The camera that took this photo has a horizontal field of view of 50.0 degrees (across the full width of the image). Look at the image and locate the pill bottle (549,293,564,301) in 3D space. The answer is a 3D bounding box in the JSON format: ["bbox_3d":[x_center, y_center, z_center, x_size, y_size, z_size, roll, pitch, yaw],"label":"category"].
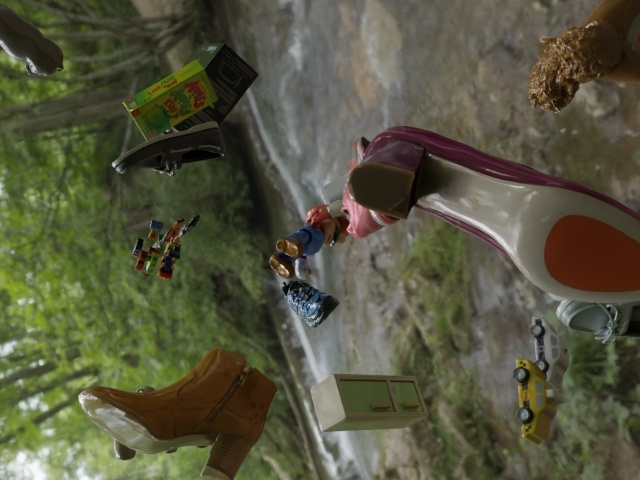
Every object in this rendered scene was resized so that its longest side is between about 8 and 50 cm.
[{"bbox_3d":[0.614,0.060,1.739,0.264,0.153,0.153,-119,10,-45],"label":"pill bottle"}]

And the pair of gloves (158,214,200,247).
[{"bbox_3d":[-0.249,-0.015,1.213,0.010,0.074,0.083,47,-156,7],"label":"pair of gloves"}]

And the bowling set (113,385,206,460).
[{"bbox_3d":[-0.350,0.421,1.647,0.287,0.200,0.154,27,-124,-78],"label":"bowling set"}]

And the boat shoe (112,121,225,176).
[{"bbox_3d":[-0.248,-0.143,1.157,0.075,0.206,0.064,-20,96,53],"label":"boat shoe"}]

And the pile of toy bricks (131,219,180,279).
[{"bbox_3d":[-0.426,0.044,1.757,0.105,0.118,0.212,-60,21,27],"label":"pile of toy bricks"}]

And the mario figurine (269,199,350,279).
[{"bbox_3d":[0.000,0.000,2.009,0.320,0.198,0.170,-40,-76,-50],"label":"mario figurine"}]

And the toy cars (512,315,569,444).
[{"bbox_3d":[0.543,0.319,1.634,0.394,0.087,0.176,-41,-70,-55],"label":"toy cars"}]

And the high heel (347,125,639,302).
[{"bbox_3d":[0.227,-0.051,0.797,0.181,0.378,0.127,-49,-21,-58],"label":"high heel"}]

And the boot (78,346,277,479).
[{"bbox_3d":[-0.230,0.260,1.161,0.104,0.295,0.211,-54,10,45],"label":"boot"}]

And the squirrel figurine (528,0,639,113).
[{"bbox_3d":[0.758,-0.543,1.992,0.370,0.397,0.280,12,126,67],"label":"squirrel figurine"}]

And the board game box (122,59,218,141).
[{"bbox_3d":[-0.321,-0.301,1.480,0.043,0.181,0.092,51,169,35],"label":"board game box"}]

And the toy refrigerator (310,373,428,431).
[{"bbox_3d":[0.117,0.364,1.548,0.094,0.270,0.102,-40,53,35],"label":"toy refrigerator"}]

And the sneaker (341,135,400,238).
[{"bbox_3d":[0.095,-0.129,1.623,0.116,0.136,0.313,36,-150,-30],"label":"sneaker"}]

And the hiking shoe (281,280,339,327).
[{"bbox_3d":[-0.047,0.189,2.133,0.132,0.113,0.304,46,163,-11],"label":"hiking shoe"}]

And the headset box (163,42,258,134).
[{"bbox_3d":[-0.342,-0.397,1.911,0.131,0.283,0.246,39,175,-29],"label":"headset box"}]

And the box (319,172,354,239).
[{"bbox_3d":[0.122,-0.126,2.324,0.119,0.182,0.180,25,-138,-62],"label":"box"}]

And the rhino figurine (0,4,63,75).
[{"bbox_3d":[-0.574,-0.385,1.246,0.243,0.073,0.106,38,168,-28],"label":"rhino figurine"}]

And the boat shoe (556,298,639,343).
[{"bbox_3d":[0.636,0.152,1.373,0.103,0.321,0.118,-96,14,-49],"label":"boat shoe"}]
